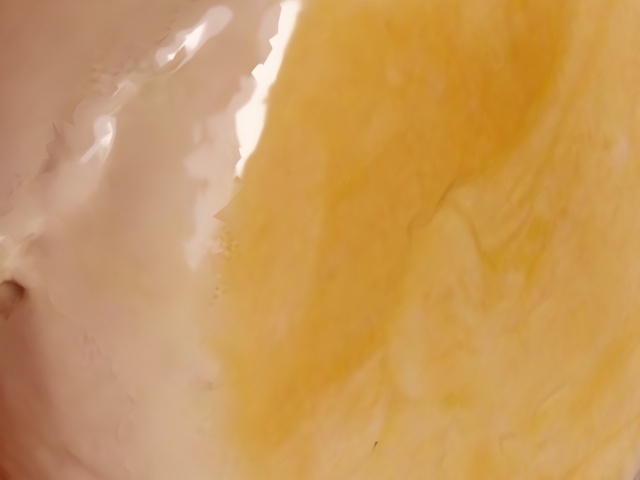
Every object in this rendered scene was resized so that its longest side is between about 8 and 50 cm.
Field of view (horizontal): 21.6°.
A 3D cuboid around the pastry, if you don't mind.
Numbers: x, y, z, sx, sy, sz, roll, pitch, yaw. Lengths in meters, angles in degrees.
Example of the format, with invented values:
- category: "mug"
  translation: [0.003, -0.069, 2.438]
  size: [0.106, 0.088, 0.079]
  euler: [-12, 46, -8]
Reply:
- category: "pastry"
  translation: [-0.001, -0.002, 0.461]
  size: [0.265, 0.133, 0.265]
  euler: [-16, 111, -47]
